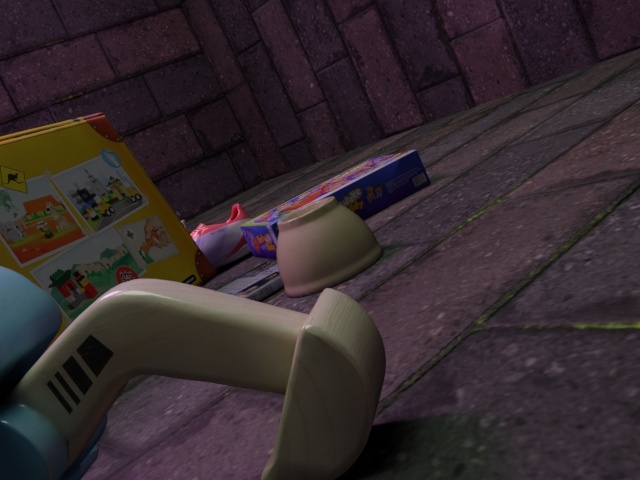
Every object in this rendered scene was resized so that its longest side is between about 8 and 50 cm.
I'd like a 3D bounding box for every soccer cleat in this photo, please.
[{"bbox_3d":[-0.276,0.031,1.538,0.318,0.116,0.108,-30,11,-28],"label":"soccer cleat"}]

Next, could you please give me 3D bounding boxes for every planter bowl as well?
[{"bbox_3d":[0.000,0.000,1.055,0.162,0.109,0.162,-23,10,5],"label":"planter bowl"}]

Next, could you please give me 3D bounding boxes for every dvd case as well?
[{"bbox_3d":[-0.146,0.095,1.168,0.253,0.022,0.180,-30,10,-26],"label":"dvd case"}]

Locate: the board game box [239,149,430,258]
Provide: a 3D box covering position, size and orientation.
[{"bbox_3d":[0.024,-0.074,1.471,0.347,0.078,0.233,-29,10,-19],"label":"board game box"}]

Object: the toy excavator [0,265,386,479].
[{"bbox_3d":[-0.233,0.124,0.544,0.445,0.433,0.222,-51,0,21],"label":"toy excavator"}]

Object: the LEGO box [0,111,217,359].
[{"bbox_3d":[-0.440,0.034,1.112,0.193,0.372,0.500,-32,5,26],"label":"LEGO box"}]

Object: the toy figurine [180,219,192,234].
[{"bbox_3d":[-0.386,0.052,1.653,0.209,0.148,0.213,-23,6,-23],"label":"toy figurine"}]
